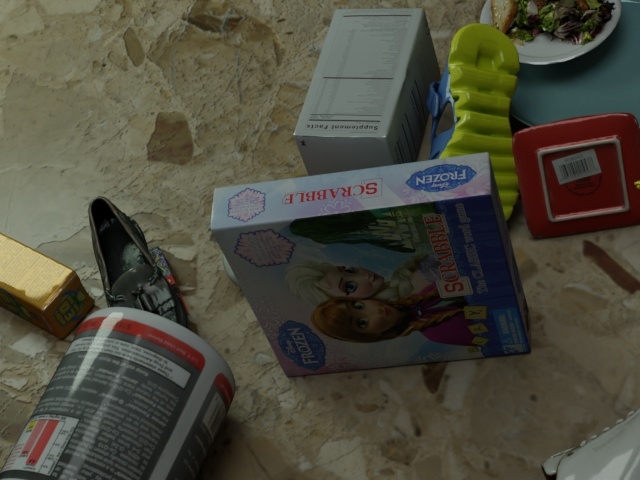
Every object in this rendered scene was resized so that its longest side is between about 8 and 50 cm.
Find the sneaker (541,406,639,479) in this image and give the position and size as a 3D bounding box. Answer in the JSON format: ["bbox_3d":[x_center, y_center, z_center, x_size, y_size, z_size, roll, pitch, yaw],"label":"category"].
[{"bbox_3d":[0.319,0.238,1.577,0.123,0.106,0.290,27,66,31],"label":"sneaker"}]

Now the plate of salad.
[{"bbox_3d":[0.323,-0.328,2.012,0.199,0.048,0.200,-9,50,11],"label":"plate of salad"}]

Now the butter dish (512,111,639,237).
[{"bbox_3d":[0.335,-0.101,1.838,0.160,0.160,0.118,-9,27,12],"label":"butter dish"}]

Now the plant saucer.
[{"bbox_3d":[0.390,-0.251,1.988,0.317,0.044,0.318,-9,50,11],"label":"plant saucer"}]

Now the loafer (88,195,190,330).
[{"bbox_3d":[-0.255,0.049,1.893,0.096,0.084,0.267,-29,50,-4],"label":"loafer"}]

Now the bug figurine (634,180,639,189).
[{"bbox_3d":[0.517,-0.054,1.696,0.216,0.072,0.279,-2,26,-34],"label":"bug figurine"}]

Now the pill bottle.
[{"bbox_3d":[-0.260,0.277,1.668,0.210,0.210,0.363,10,56,25],"label":"pill bottle"}]

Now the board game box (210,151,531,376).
[{"bbox_3d":[0.069,0.039,1.681,0.317,0.319,0.066,-7,51,14],"label":"board game box"}]

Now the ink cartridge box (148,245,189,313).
[{"bbox_3d":[-0.227,0.066,1.946,0.062,0.029,0.115,-27,49,-3],"label":"ink cartridge box"}]

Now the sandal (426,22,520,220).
[{"bbox_3d":[0.195,-0.123,1.909,0.126,0.138,0.318,16,69,-15],"label":"sandal"}]

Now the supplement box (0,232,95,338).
[{"bbox_3d":[-0.429,0.050,1.993,0.233,0.078,0.080,21,62,31],"label":"supplement box"}]

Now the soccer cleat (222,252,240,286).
[{"bbox_3d":[0.000,0.000,1.807,0.331,0.116,0.143,-12,4,26],"label":"soccer cleat"}]

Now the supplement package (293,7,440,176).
[{"bbox_3d":[0.068,-0.191,1.985,0.139,0.134,0.244,3,53,20],"label":"supplement package"}]
